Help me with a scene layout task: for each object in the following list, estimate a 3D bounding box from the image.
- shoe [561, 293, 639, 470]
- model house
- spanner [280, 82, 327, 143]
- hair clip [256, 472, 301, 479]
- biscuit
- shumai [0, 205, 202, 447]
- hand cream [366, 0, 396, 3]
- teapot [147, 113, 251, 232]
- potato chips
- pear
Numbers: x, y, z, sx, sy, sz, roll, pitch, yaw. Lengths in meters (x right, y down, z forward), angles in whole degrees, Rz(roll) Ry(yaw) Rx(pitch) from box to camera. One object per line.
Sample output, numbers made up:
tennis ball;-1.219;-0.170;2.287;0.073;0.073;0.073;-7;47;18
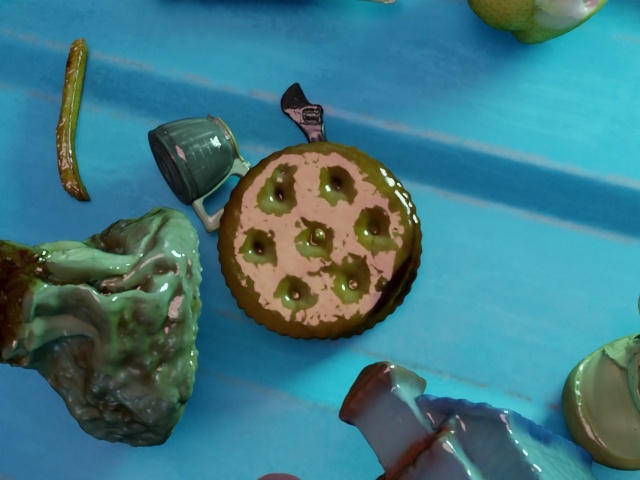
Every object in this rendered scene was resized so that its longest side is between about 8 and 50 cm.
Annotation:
shoe;0.357;0.120;0.973;0.262;0.128;0.140;-19;49;14
model house;0.122;0.279;0.933;0.295;0.251;0.329;-51;49;14
spanner;0.002;-0.089;1.145;0.046;0.012;0.209;-20;73;1
hair clip;-0.046;0.306;1.024;0.054;0.022;0.137;1;73;10
biscuit;0.000;0.000;1.079;0.220;0.066;0.221;-1;81;6
shumai;-0.235;0.086;0.993;0.222;0.261;0.225;-3;41;-16
hand cream;-0.061;-0.344;1.188;0.305;0.093;0.147;-1;75;4
teapot;-0.130;-0.085;1.133;0.090;0.124;0.092;-29;31;-16
potato chips;-0.291;-0.143;1.188;0.037;0.026;0.204;-4;72;2
pear;0.241;-0.303;1.107;0.178;0.178;0.178;-2;73;6
